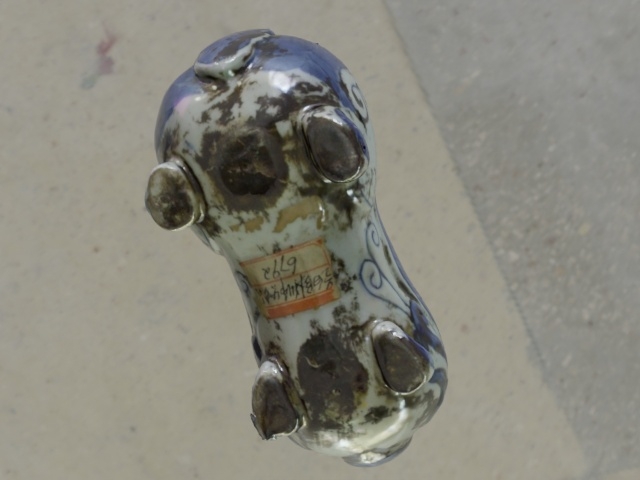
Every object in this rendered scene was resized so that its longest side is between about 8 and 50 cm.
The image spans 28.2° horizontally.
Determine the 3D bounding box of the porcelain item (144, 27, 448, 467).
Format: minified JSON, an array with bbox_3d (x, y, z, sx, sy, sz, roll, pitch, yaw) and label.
[{"bbox_3d":[0.000,0.000,0.821,0.138,0.186,0.288,-20,102,16],"label":"porcelain item"}]
